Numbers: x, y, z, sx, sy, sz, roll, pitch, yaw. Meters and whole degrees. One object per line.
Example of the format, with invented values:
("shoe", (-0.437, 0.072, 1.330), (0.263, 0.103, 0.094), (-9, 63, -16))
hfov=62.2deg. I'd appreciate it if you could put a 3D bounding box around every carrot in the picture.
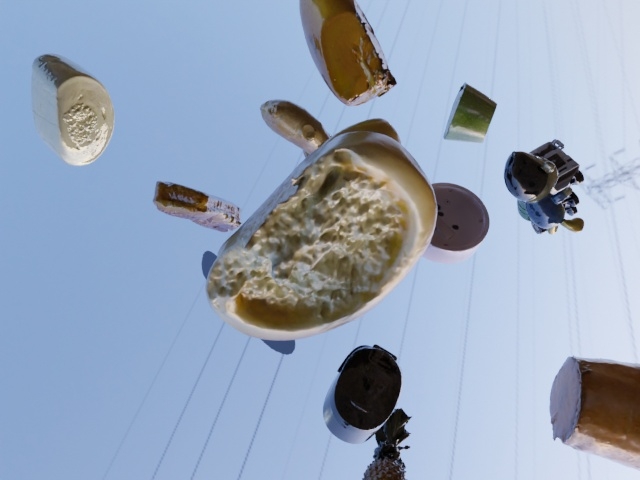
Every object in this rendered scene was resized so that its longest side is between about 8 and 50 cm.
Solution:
("carrot", (0.491, 0.277, 0.813), (0.254, 0.196, 0.196), (9, -126, 7))

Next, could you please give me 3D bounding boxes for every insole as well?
("insole", (-0.159, 0.127, 1.126), (0.007, 0.109, 0.322), (-16, -137, -44))

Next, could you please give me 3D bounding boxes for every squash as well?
("squash", (0.425, -0.353, 1.510), (0.123, 0.170, 0.170), (21, -133, 12))

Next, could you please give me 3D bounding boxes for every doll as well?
("doll", (0.366, -0.084, 0.885), (0.179, 0.102, 0.089), (44, -114, -22))

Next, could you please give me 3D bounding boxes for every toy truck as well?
("toy truck", (0.493, -0.112, 1.171), (0.125, 0.101, 0.242), (61, -179, 31))

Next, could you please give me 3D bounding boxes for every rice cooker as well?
("rice cooker", (0.071, 0.255, 0.886), (0.112, 0.106, 0.165), (31, -140, 8))

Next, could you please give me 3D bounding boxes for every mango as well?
("mango", (0.037, -0.372, 0.987), (0.252, 0.126, 0.154), (60, -172, -9))

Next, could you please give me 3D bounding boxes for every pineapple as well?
("pineapple", (0.161, 0.533, 1.317), (0.130, 0.119, 0.277), (14, -156, 8))

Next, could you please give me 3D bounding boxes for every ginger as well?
("ginger", (0.028, -0.216, 1.387), (0.348, 0.122, 0.363), (45, -178, 16))

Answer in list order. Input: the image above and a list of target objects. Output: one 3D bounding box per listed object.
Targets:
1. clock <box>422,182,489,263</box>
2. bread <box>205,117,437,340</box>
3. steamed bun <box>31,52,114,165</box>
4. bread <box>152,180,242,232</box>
("clock", (0.304, -0.043, 1.290), (0.197, 0.068, 0.197), (1, -120, -2))
("bread", (-0.019, -0.018, 0.904), (0.329, 0.424, 0.245), (23, -149, -46))
("steamed bun", (-0.633, -0.335, 1.358), (0.200, 0.250, 0.155), (35, -145, 32))
("bread", (-0.269, -0.073, 1.219), (0.139, 0.271, 0.077), (15, -93, 9))
